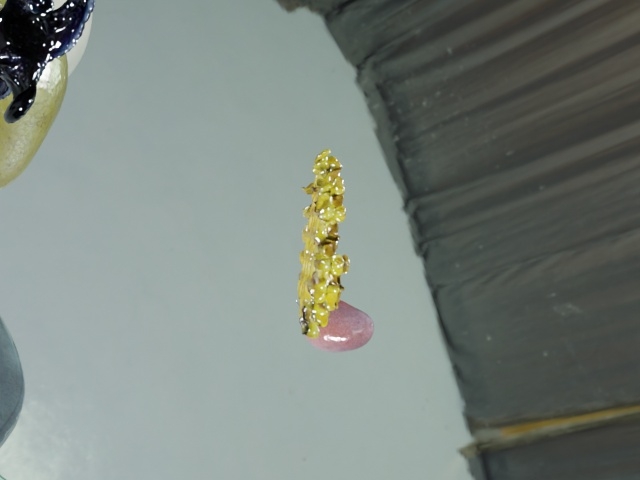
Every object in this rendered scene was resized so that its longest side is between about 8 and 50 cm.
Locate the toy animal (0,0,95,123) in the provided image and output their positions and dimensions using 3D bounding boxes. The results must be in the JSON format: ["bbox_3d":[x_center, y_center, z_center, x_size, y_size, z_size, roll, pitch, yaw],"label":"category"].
[{"bbox_3d":[-0.213,-0.138,0.638,0.062,0.220,0.108,42,40,-23],"label":"toy animal"}]

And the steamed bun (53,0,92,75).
[{"bbox_3d":[-0.543,-0.393,1.506,0.334,0.374,0.334,3,71,-8],"label":"steamed bun"}]

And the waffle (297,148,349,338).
[{"bbox_3d":[0.000,0.000,1.267,0.051,0.229,0.232,2,44,-7],"label":"waffle"}]

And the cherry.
[{"bbox_3d":[0.026,0.151,1.553,0.106,0.126,0.087,-21,129,-40],"label":"cherry"}]

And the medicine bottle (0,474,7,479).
[{"bbox_3d":[-0.298,0.161,0.563,0.274,0.133,0.133,38,42,-3],"label":"medicine bottle"}]

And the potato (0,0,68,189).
[{"bbox_3d":[-0.404,-0.173,1.093,0.174,0.159,0.251,11,90,-10],"label":"potato"}]

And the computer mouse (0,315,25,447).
[{"bbox_3d":[-0.449,0.206,1.123,0.122,0.188,0.371,36,18,-35],"label":"computer mouse"}]
